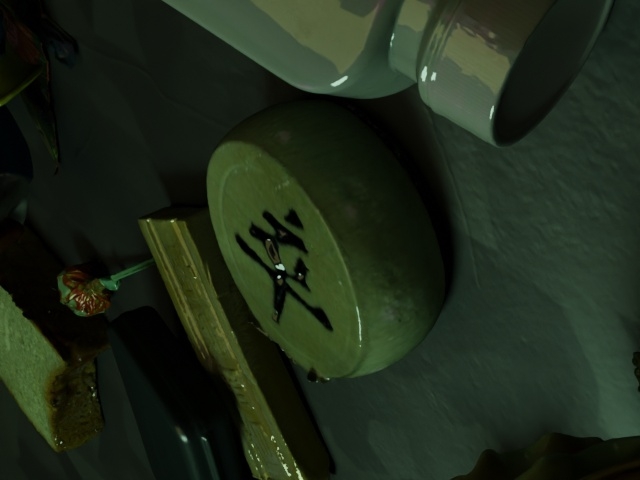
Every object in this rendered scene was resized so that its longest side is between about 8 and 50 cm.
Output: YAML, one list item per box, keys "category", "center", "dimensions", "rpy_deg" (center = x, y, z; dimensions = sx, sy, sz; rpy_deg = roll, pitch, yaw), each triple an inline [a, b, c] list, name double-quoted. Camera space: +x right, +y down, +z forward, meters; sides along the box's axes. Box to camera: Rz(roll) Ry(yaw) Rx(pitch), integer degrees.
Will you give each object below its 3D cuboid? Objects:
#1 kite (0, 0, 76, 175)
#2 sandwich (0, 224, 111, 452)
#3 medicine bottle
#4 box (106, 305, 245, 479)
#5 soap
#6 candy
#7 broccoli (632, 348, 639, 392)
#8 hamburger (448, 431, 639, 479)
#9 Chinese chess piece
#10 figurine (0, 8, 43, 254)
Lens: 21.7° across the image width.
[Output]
- category: "kite"
  center: [-0.277, -0.206, 1.446]
  dimensions: [0.234, 0.016, 0.321]
  rpy_deg: [42, 148, 32]
- category: "sandwich"
  center: [-0.288, 0.101, 1.713]
  dimensions: [0.186, 0.065, 0.215]
  rpy_deg: [49, 151, 23]
- category: "medicine bottle"
  center: [0.000, -0.167, 0.847]
  dimensions: [0.296, 0.111, 0.161]
  rpy_deg: [34, 105, 21]
- category: "box"
  center: [-0.116, 0.178, 1.464]
  dimensions: [0.160, 0.050, 0.230]
  rpy_deg: [49, 159, 40]
- category: "soap"
  center: [-0.067, 0.089, 1.352]
  dimensions: [0.092, 0.037, 0.252]
  rpy_deg: [1, 117, 61]
- category: "candy"
  center: [-0.188, 0.035, 1.515]
  dimensions: [0.055, 0.049, 0.184]
  rpy_deg: [37, 153, -20]
- category: "broccoli"
  center: [0.234, 0.081, 0.772]
  dimensions: [0.204, 0.118, 0.122]
  rpy_deg: [48, 132, -5]
- category: "hamburger"
  center: [0.153, 0.232, 0.874]
  dimensions: [0.274, 0.274, 0.212]
  rpy_deg: [60, 163, 1]
- category: "Chinese chess piece"
  center: [0.000, 0.000, 1.101]
  dimensions: [0.188, 0.083, 0.188]
  rpy_deg: [44, 150, 34]
- category: "figurine"
  center: [-0.341, -0.105, 1.445]
  dimensions: [0.338, 0.204, 0.283]
  rpy_deg: [112, 154, -46]
